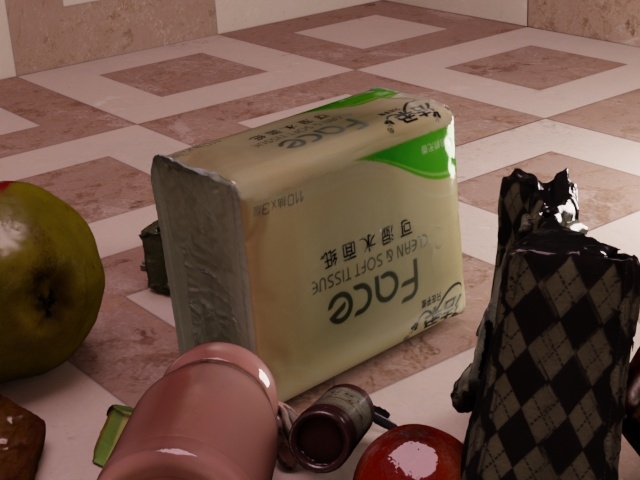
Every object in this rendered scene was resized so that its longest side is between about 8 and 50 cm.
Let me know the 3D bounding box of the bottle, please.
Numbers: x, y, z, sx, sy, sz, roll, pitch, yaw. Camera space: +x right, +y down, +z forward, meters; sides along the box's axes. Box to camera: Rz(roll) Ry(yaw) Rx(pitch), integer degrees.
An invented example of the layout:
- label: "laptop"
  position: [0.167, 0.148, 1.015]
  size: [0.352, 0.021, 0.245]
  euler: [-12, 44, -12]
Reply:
- label: "bottle"
  position: [-0.118, 0.237, 1.280]
  size: [0.206, 0.173, 0.297]
  euler: [28, 20, -6]

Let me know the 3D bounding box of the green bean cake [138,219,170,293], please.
- label: "green bean cake"
  position: [-0.130, 0.001, 1.889]
  size: [0.241, 0.132, 0.255]
  euler: [6, 24, 31]

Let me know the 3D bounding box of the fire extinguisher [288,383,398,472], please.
- label: "fire extinguisher"
  position: [0.034, 0.216, 1.366]
  size: [0.099, 0.071, 0.231]
  euler: [26, 8, 11]

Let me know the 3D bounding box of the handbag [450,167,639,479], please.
- label: "handbag"
  position: [0.238, 0.097, 1.271]
  size: [0.180, 0.316, 0.416]
  euler: [5, 12, 8]

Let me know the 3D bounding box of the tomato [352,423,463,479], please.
- label: "tomato"
  position: [0.104, 0.254, 1.283]
  size: [0.139, 0.091, 0.159]
  euler: [3, 26, 22]

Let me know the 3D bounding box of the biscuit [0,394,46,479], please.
- label: "biscuit"
  position: [-0.503, 0.271, 1.382]
  size: [0.359, 0.046, 0.359]
  euler: [-2, 22, 1]

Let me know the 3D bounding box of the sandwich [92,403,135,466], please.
- label: "sandwich"
  position: [-0.209, 0.251, 1.443]
  size: [0.074, 0.074, 0.116]
  euler: [15, -4, 38]

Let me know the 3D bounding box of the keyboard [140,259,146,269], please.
- label: "keyboard"
  position: [-0.257, 0.012, 2.012]
  size: [0.055, 0.017, 0.166]
  euler: [3, 23, 15]

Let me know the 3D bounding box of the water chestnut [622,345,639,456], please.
- label: "water chestnut"
  position: [0.466, 0.171, 1.249]
  size: [0.289, 0.289, 0.244]
  euler: [10, 57, 28]

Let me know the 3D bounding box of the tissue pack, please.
- label: "tissue pack"
  position: [0.000, 0.000, 1.598]
  size: [0.405, 0.331, 0.205]
  euler: [-22, 27, -37]

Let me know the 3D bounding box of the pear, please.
- label: "pear"
  position: [-0.462, 0.055, 1.625]
  size: [0.287, 0.287, 0.375]
  euler: [-24, 17, -40]
